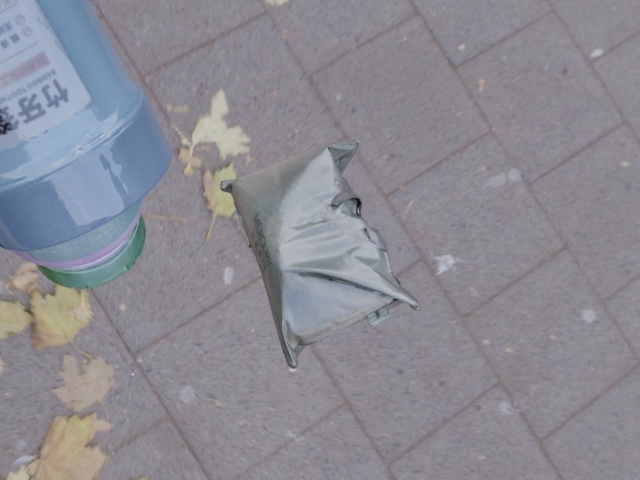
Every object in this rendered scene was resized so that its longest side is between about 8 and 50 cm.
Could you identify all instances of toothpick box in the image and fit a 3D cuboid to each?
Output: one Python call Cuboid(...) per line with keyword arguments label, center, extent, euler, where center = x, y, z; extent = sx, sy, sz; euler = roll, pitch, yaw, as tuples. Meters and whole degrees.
Cuboid(label="toothpick box", center=(-0.147, -0.084, 0.400), extent=(0.101, 0.101, 0.153), euler=(-34, 121, -15))

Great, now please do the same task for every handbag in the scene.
Cuboid(label="handbag", center=(0.000, 0.000, 1.003), extent=(0.182, 0.117, 0.270), euler=(-25, 58, 5))

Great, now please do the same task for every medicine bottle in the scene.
Cuboid(label="medicine bottle", center=(-0.218, -0.065, 0.691), extent=(0.133, 0.274, 0.133), euler=(0, 60, 1))

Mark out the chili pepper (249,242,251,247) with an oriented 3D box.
Cuboid(label="chili pepper", center=(-0.091, -0.045, 1.330), extent=(0.055, 0.035, 0.118), euler=(-9, 118, -5))
